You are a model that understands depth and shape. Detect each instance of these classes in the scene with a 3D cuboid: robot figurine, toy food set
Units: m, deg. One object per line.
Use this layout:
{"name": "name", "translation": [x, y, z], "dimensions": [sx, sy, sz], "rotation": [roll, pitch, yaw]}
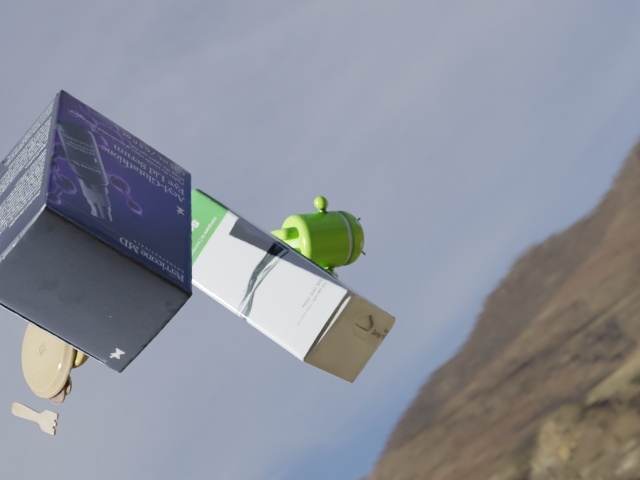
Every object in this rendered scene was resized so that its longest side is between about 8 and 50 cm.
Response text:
{"name": "robot figurine", "translation": [0.000, 0.000, 1.776], "dimensions": [0.115, 0.101, 0.067], "rotation": [-6, -3, -28]}
{"name": "toy food set", "translation": [-0.331, 0.139, 1.926], "dimensions": [0.039, 0.192, 0.132], "rotation": [10, 0, -39]}

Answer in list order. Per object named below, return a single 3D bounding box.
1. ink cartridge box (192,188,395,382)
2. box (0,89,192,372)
{"name": "ink cartridge box", "translation": [-0.044, 0.048, 1.557], "dimensions": [0.087, 0.208, 0.153], "rotation": [-57, -26, 0]}
{"name": "box", "translation": [-0.201, -0.010, 1.337], "dimensions": [0.108, 0.153, 0.207], "rotation": [-46, 27, 22]}
